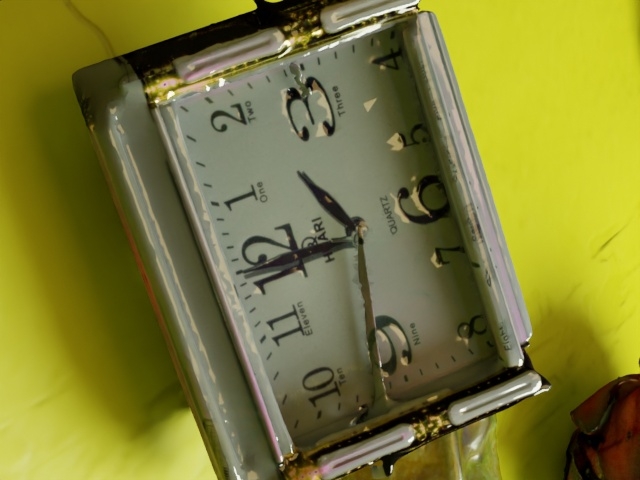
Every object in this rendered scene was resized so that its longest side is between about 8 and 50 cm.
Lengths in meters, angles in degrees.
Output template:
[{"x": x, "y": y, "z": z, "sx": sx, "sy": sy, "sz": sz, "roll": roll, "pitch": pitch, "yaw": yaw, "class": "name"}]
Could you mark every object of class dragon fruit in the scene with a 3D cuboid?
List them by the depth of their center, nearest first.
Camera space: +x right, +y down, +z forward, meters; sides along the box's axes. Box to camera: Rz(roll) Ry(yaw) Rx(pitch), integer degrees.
[{"x": 0.255, "y": 0.167, "z": 0.905, "sx": 0.188, "sy": 0.182, "sz": 0.182, "roll": 69, "pitch": 20, "yaw": -83, "class": "dragon fruit"}]

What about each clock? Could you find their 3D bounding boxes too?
[{"x": 0.000, "y": 0.000, "z": 0.647, "sx": 0.186, "sy": 0.083, "sz": 0.253, "roll": -20, "pitch": 102, "yaw": -11, "class": "clock"}]

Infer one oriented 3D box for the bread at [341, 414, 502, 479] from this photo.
[{"x": 0.058, "y": 0.098, "z": 0.756, "sx": 0.087, "sy": 0.098, "sz": 0.269, "roll": -17, "pitch": 100, "yaw": -86, "class": "bread"}]
